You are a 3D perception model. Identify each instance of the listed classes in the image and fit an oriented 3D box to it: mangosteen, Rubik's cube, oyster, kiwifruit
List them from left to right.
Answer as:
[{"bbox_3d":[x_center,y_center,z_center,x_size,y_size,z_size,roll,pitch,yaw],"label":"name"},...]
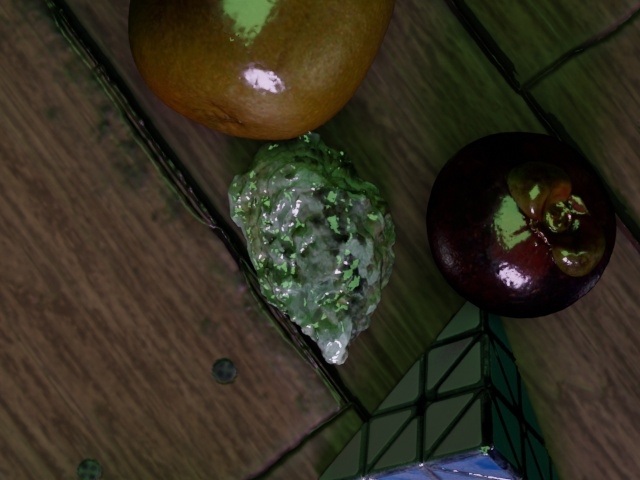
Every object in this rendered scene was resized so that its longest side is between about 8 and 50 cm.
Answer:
[{"bbox_3d":[-0.039,-0.196,1.221,0.196,0.196,0.234,15,81,-1],"label":"kiwifruit"},{"bbox_3d":[0.000,0.000,1.274,0.125,0.064,0.177,-36,87,0],"label":"oyster"},{"bbox_3d":[0.089,0.164,1.210,0.190,0.178,0.211,-24,86,-1],"label":"Rubik's cube"},{"bbox_3d":[0.157,-0.015,1.235,0.152,0.152,0.153,0,86,-3],"label":"mangosteen"}]
